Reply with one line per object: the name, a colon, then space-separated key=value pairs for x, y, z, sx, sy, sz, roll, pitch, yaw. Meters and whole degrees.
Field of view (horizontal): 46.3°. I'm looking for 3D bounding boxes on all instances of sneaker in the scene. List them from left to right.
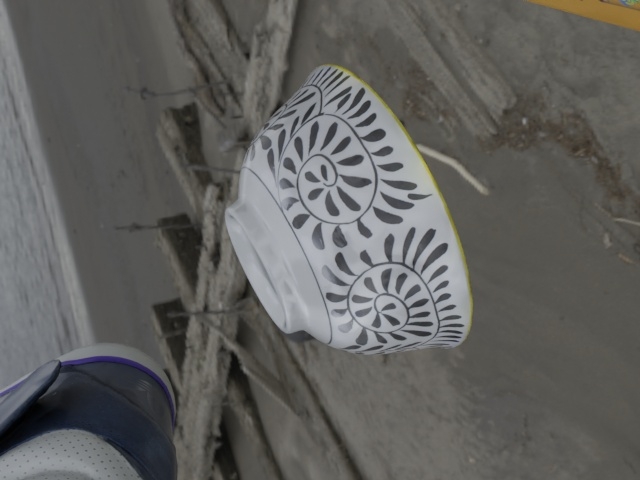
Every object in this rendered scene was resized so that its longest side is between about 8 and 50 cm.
sneaker: x=-0.220 y=0.191 z=0.396 sx=0.130 sy=0.322 sz=0.236 roll=56 pitch=-176 yaw=-16

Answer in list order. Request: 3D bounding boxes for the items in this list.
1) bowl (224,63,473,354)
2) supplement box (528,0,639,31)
bowl: x=0.000 y=0.000 z=0.403 sx=0.170 sy=0.080 sz=0.170 roll=56 pitch=164 yaw=25
supplement box: x=0.207 y=-0.202 z=0.512 sx=0.233 sy=0.080 sz=0.078 roll=40 pitch=171 yaw=45
